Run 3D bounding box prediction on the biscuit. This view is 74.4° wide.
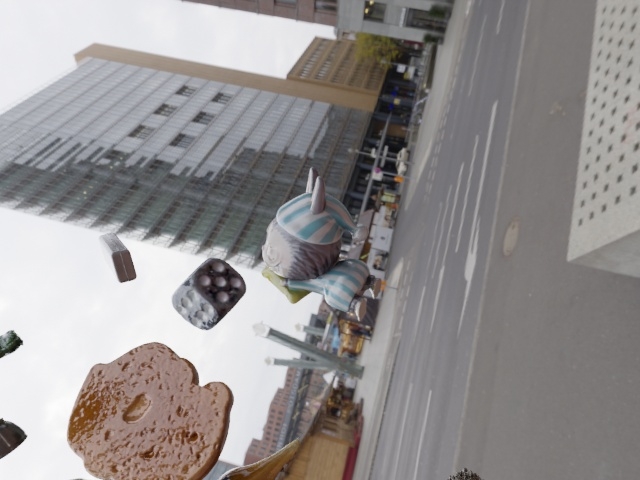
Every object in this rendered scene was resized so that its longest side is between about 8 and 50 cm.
[{"bbox_3d":[-0.460,0.468,1.121,0.349,0.456,0.078,-52,-24,-30],"label":"biscuit"}]

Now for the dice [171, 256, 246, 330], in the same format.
[{"bbox_3d":[-0.375,0.181,1.429,0.182,0.181,0.183,-44,5,40],"label":"dice"}]

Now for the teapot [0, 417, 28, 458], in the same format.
[{"bbox_3d":[-0.832,0.509,1.070,0.124,0.092,0.090,-34,-76,-32],"label":"teapot"}]

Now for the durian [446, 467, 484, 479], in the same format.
[{"bbox_3d":[0.354,0.630,1.049,0.091,0.149,0.188,66,-154,-5],"label":"durian"}]

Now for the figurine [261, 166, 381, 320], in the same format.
[{"bbox_3d":[0.000,0.000,1.200,0.266,0.362,0.377,-50,-27,-37],"label":"figurine"}]

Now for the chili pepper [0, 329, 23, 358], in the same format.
[{"bbox_3d":[-0.791,0.294,0.951,0.224,0.098,0.060,-42,-52,-29],"label":"chili pepper"}]

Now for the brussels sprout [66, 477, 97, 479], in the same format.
[{"bbox_3d":[-0.839,0.945,1.393,0.242,0.317,0.273,-100,10,-82],"label":"brussels sprout"}]

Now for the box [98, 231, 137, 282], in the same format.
[{"bbox_3d":[-0.627,0.049,1.296,0.055,0.244,0.103,-19,-66,-30],"label":"box"}]

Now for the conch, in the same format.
[{"bbox_3d":[-0.195,0.638,1.127,0.330,0.093,0.109,-37,22,-14],"label":"conch"}]
